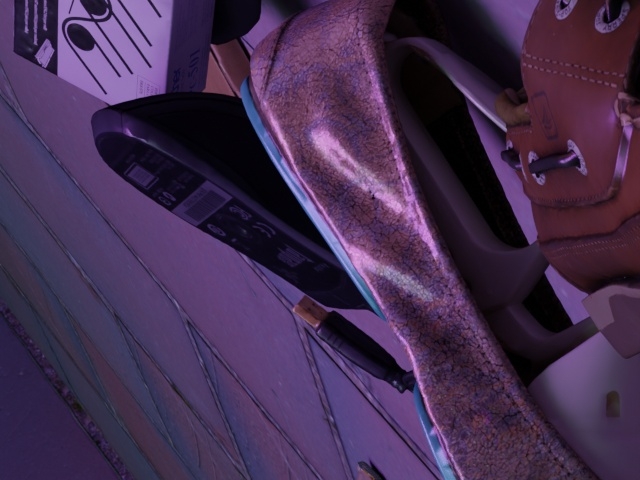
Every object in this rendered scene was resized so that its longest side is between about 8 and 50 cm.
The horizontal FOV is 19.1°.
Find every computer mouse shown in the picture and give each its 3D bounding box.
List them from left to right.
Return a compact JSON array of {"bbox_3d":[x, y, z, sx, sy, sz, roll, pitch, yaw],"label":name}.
[{"bbox_3d":[0.000,0.000,0.994,0.262,0.060,0.184,31,164,-4],"label":"computer mouse"}]

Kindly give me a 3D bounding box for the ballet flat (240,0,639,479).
[{"bbox_3d":[0.077,0.027,0.769,0.316,0.106,0.107,59,-156,10],"label":"ballet flat"}]

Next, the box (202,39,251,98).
[{"bbox_3d":[-0.104,-0.160,1.177,0.201,0.021,0.164,61,166,-16],"label":"box"}]

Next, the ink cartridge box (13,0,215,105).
[{"bbox_3d":[-0.099,-0.156,0.929,0.097,0.046,0.207,28,140,15],"label":"ink cartridge box"}]

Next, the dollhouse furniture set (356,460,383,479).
[{"bbox_3d":[0.060,0.240,1.509,0.076,0.059,0.151,56,150,38],"label":"dollhouse furniture set"}]

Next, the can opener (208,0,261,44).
[{"bbox_3d":[-0.114,-0.229,0.987,0.093,0.074,0.280,-19,109,41],"label":"can opener"}]

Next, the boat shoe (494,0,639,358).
[{"bbox_3d":[0.102,-0.042,0.517,0.104,0.111,0.307,54,166,7],"label":"boat shoe"}]
